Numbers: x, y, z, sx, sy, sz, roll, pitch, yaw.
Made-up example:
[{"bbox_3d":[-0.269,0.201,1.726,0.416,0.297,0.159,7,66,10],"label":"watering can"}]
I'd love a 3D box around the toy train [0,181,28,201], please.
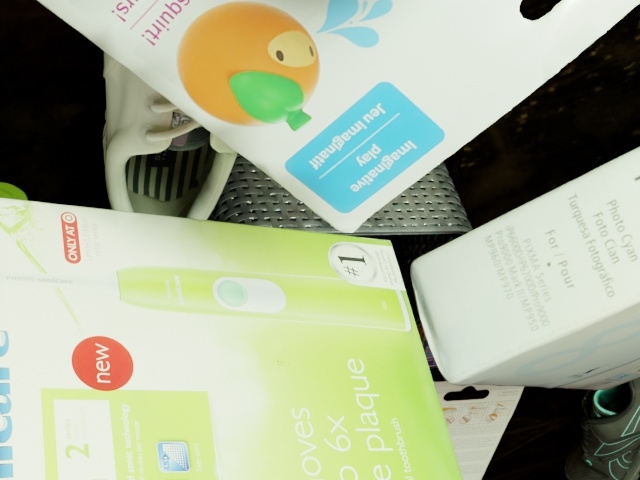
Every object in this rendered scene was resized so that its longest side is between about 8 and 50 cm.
[{"bbox_3d":[-0.197,0.025,0.620,0.248,0.105,0.143,-6,130,-17],"label":"toy train"}]

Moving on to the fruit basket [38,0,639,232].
[{"bbox_3d":[-0.006,-0.179,0.285,0.353,0.165,0.327,41,119,-21],"label":"fruit basket"}]

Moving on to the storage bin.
[{"bbox_3d":[0.000,0.000,0.675,0.180,0.084,0.122,-2,142,-23],"label":"storage bin"}]

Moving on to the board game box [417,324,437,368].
[{"bbox_3d":[0.187,0.055,0.876,0.201,0.035,0.136,-7,144,-15],"label":"board game box"}]

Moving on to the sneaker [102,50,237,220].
[{"bbox_3d":[-0.068,-0.091,0.510,0.094,0.091,0.258,-7,144,-16],"label":"sneaker"}]

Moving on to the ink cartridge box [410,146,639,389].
[{"bbox_3d":[0.295,-0.005,0.639,0.385,0.091,0.308,-27,157,28],"label":"ink cartridge box"}]

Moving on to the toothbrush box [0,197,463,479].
[{"bbox_3d":[-0.082,0.101,0.522,0.283,0.206,0.122,6,142,-27],"label":"toothbrush box"}]

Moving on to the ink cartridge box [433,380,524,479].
[{"bbox_3d":[0.130,0.207,1.074,0.146,0.045,0.179,0,123,-23],"label":"ink cartridge box"}]

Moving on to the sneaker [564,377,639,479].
[{"bbox_3d":[0.340,0.206,1.126,0.106,0.101,0.267,17,138,-9],"label":"sneaker"}]
